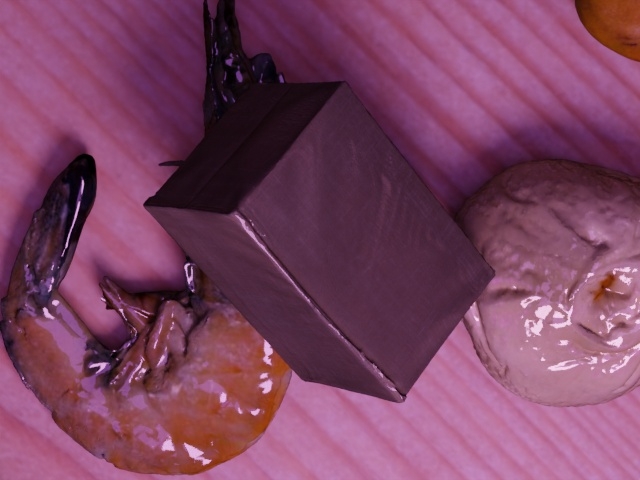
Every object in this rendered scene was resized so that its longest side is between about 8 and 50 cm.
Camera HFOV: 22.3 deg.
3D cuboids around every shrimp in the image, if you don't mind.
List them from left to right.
[{"bbox_3d":[-0.142,-0.003,1.452,0.272,0.085,0.445,9,102,1],"label":"shrimp"}]

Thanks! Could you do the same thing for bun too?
[{"bbox_3d":[0.227,0.031,1.434,0.244,0.153,0.244,0,93,-2],"label":"bun"}]

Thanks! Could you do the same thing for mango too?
[{"bbox_3d":[0.314,-0.207,1.429,0.165,0.089,0.115,-20,98,3],"label":"mango"}]

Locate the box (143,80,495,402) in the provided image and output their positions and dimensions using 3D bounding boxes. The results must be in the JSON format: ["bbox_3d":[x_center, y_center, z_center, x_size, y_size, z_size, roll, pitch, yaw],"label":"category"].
[{"bbox_3d":[0.000,0.000,1.349,0.149,0.155,0.231,-51,118,-21],"label":"box"}]
